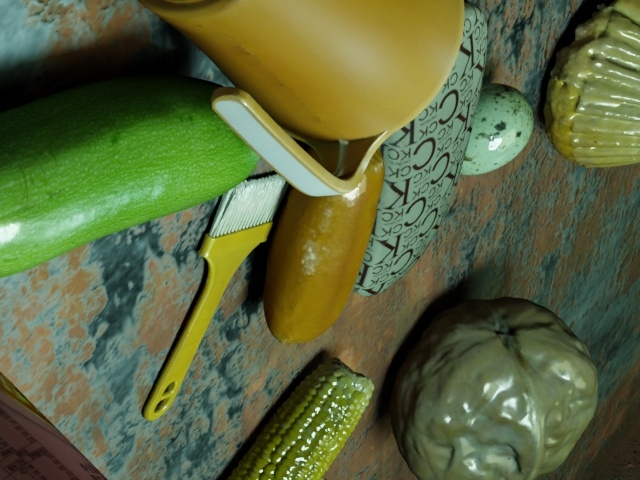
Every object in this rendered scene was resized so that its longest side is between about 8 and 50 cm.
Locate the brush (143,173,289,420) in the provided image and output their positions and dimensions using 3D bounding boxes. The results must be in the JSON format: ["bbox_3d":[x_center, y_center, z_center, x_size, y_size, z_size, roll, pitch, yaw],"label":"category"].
[{"bbox_3d":[-0.105,0.057,1.542,0.103,0.013,0.272,-16,137,-58],"label":"brush"}]

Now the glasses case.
[{"bbox_3d":[0.083,-0.084,1.627,0.137,0.085,0.355,-38,152,-35],"label":"glasses case"}]

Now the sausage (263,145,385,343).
[{"bbox_3d":[0.000,0.000,1.566,0.098,0.098,0.238,-31,149,-47],"label":"sausage"}]

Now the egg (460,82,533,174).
[{"bbox_3d":[0.173,-0.115,1.772,0.110,0.085,0.085,-48,159,2],"label":"egg"}]

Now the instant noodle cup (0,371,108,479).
[{"bbox_3d":[-0.261,0.153,1.033,0.244,0.255,0.244,-47,159,-24],"label":"instant noodle cup"}]

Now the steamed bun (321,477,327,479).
[{"bbox_3d":[-0.057,0.357,1.959,0.192,0.106,0.177,-58,156,-15],"label":"steamed bun"}]

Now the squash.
[{"bbox_3d":[-0.162,-0.049,1.142,0.395,0.107,0.107,-22,142,-52],"label":"squash"}]

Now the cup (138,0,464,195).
[{"bbox_3d":[-0.023,-0.156,1.168,0.264,0.182,0.226,24,63,-61],"label":"cup"}]

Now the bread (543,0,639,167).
[{"bbox_3d":[0.379,-0.200,1.999,0.274,0.149,0.274,-43,149,-34],"label":"bread"}]

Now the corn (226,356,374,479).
[{"bbox_3d":[-0.055,0.269,1.843,0.320,0.097,0.097,-54,159,-7],"label":"corn"}]

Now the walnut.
[{"bbox_3d":[0.214,0.199,2.119,0.273,0.227,0.273,-41,151,-29],"label":"walnut"}]
